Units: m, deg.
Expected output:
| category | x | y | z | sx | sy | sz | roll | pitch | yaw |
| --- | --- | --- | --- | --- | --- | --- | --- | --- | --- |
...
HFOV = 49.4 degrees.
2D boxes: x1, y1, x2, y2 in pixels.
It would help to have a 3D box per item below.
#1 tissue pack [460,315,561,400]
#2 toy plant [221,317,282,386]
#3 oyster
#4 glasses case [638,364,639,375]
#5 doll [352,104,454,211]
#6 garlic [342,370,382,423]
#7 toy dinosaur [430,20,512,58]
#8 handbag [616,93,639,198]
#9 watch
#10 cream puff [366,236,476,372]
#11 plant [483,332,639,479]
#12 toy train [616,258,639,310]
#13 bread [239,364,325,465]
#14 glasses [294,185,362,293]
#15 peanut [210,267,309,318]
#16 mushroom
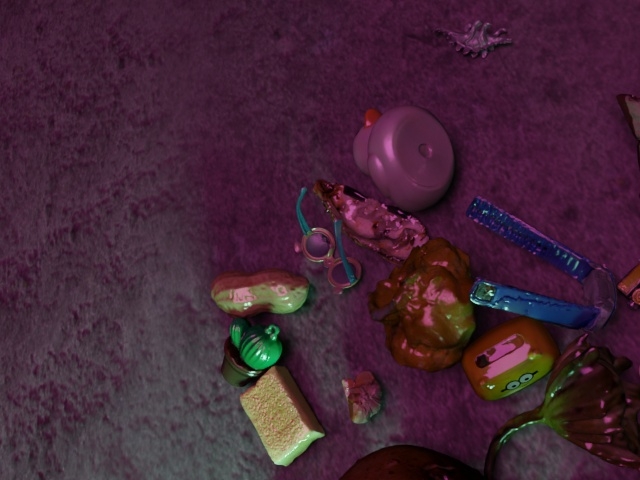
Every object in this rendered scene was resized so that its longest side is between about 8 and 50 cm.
| category | x | y | z | sx | sy | sz | roll | pitch | yaw |
| --- | --- | --- | --- | --- | --- | --- | --- | --- | --- |
| tissue pack | 0.357 | 0.222 | 1.321 | 0.178 | 0.127 | 0.123 | -34 | 60 | 16 |
| toy plant | -0.160 | 0.245 | 1.595 | 0.143 | 0.105 | 0.200 | 45 | 119 | 21 |
| oyster | 0.107 | -0.048 | 1.575 | 0.128 | 0.078 | 0.345 | -45 | 55 | -14 |
| glasses case | 0.649 | 0.256 | 1.194 | 0.196 | 0.050 | 0.083 | 35 | 96 | 32 |
| doll | 0.167 | -0.179 | 1.526 | 0.221 | 0.221 | 0.251 | -25 | 92 | 20 |
| garlic | 0.094 | 0.330 | 1.465 | 0.094 | 0.074 | 0.113 | -27 | 51 | 60 |
| toy dinosaur | 0.335 | -0.462 | 1.583 | 0.209 | 0.039 | 0.082 | 23 | 89 | 33 |
| handbag | 0.681 | -0.202 | 1.265 | 0.235 | 0.127 | 0.213 | -14 | 67 | 23 |
| watch | 0.410 | 0.047 | 1.313 | 0.274 | 0.068 | 0.276 | 14 | 40 | 0 |
| cream puff | 0.186 | 0.122 | 1.357 | 0.185 | 0.282 | 0.282 | 4 | 75 | -7 |
| plant | 0.405 | 0.313 | 1.228 | 0.333 | 0.180 | 0.251 | -20 | 73 | 21 |
| toy train | 0.624 | 0.039 | 1.267 | 0.202 | 0.060 | 0.081 | -49 | 52 | 8 |
| bread | -0.089 | 0.391 | 1.551 | 0.125 | 0.068 | 0.188 | -42 | 61 | 12 |
| glasses | 0.025 | -0.015 | 1.546 | 0.088 | 0.220 | 0.189 | -27 | 55 | -24 |
| peanut | -0.146 | 0.128 | 1.632 | 0.256 | 0.123 | 0.124 | -2 | 75 | 27 |
| mushroom | 0.187 | 0.538 | 1.242 | 0.334 | 0.356 | 0.331 | -5 | 30 | 17 |
